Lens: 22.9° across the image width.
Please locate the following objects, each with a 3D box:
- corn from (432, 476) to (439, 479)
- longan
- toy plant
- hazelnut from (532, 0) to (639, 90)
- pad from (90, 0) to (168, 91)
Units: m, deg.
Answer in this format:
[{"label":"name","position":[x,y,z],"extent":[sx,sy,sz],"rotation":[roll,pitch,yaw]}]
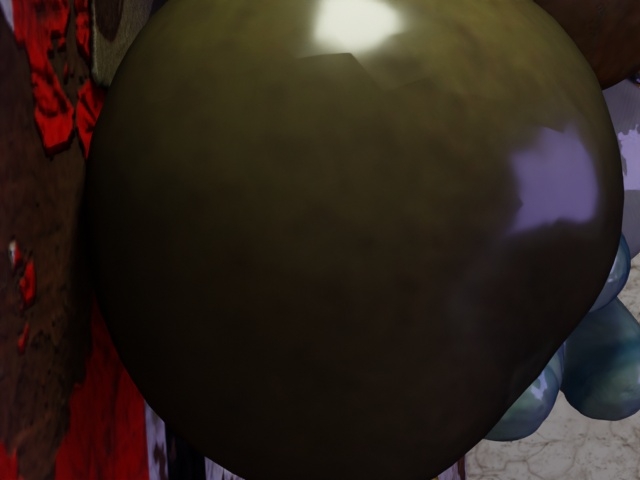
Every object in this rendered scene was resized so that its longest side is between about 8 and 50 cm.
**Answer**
[{"label":"corn","position":[0.029,0.159,1.144],"extent":[0.119,0.119,0.322],"rotation":[-57,150,-74]},{"label":"longan","position":[0.014,-0.011,0.687],"extent":[0.248,0.248,0.248],"rotation":[-1,90,-81]},{"label":"toy plant","position":[0.161,0.024,1.255],"extent":[0.247,0.247,0.332],"rotation":[80,23,-44]},{"label":"hazelnut","position":[0.119,-0.262,1.146],"extent":[0.366,0.366,0.366],"rotation":[-1,90,-81]},{"label":"pad","position":[-0.086,-0.233,0.805],"extent":[0.220,0.004,0.330],"rotation":[-8,96,-81]}]
